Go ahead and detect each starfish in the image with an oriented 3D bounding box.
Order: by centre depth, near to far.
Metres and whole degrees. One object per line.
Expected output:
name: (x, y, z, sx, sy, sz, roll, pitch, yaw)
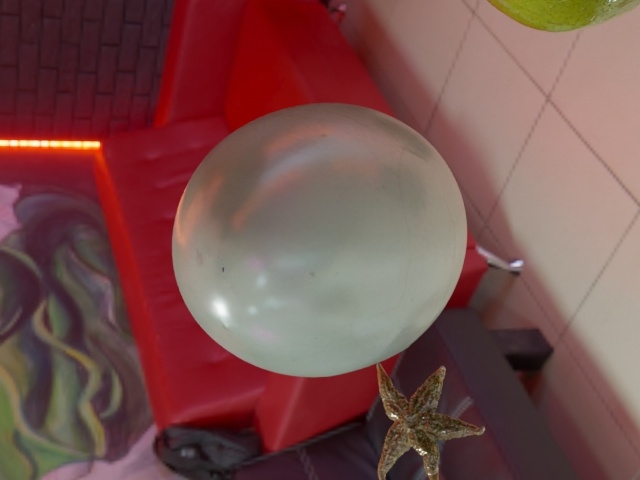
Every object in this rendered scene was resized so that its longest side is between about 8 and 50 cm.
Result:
starfish: (0.061, 0.124, 0.609, 0.086, 0.016, 0.092, 36, 96, 28)

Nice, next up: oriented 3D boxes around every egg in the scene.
egg: (0.000, 0.000, 0.497, 0.151, 0.209, 0.151, 5, 103, 24)

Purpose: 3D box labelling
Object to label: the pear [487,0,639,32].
pear: (0.215, -0.279, 0.797, 0.198, 0.198, 0.198, 178, 90, -66)
